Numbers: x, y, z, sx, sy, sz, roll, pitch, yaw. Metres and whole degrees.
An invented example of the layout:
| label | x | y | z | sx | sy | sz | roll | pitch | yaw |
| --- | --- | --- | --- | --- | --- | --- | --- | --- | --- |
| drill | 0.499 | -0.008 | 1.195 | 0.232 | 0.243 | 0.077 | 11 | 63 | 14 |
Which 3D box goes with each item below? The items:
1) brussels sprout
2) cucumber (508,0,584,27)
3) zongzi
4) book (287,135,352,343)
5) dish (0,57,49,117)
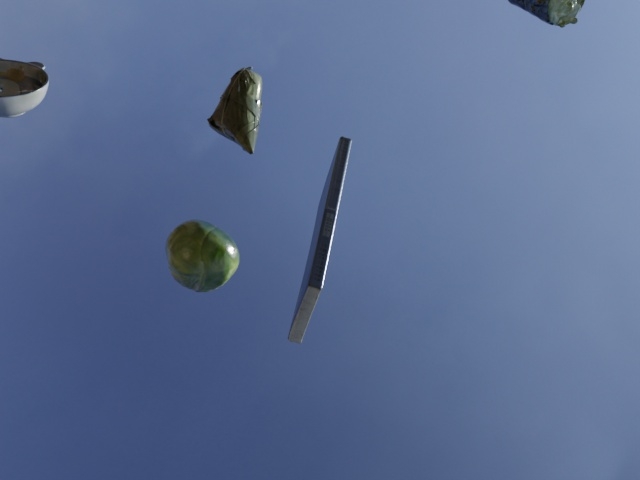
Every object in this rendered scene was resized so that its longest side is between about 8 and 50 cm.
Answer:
| label | x | y | z | sx | sy | sz | roll | pitch | yaw |
| --- | --- | --- | --- | --- | --- | --- | --- | --- | --- |
| brussels sprout | -0.231 | 0.032 | 0.996 | 0.155 | 0.155 | 0.117 | -12 | -158 | 23 |
| cucumber | 0.218 | -0.286 | 0.564 | 0.058 | 0.058 | 0.187 | -31 | -137 | 11 |
| zongzi | -0.100 | -0.187 | 0.741 | 0.119 | 0.055 | 0.109 | 37 | -78 | 44 |
| book | 0.000 | 0.000 | 0.797 | 0.025 | 0.191 | 0.269 | 15 | -124 | -3 |
| dish | -0.770 | -0.360 | 1.258 | 0.228 | 0.086 | 0.236 | 38 | -136 | 27 |
